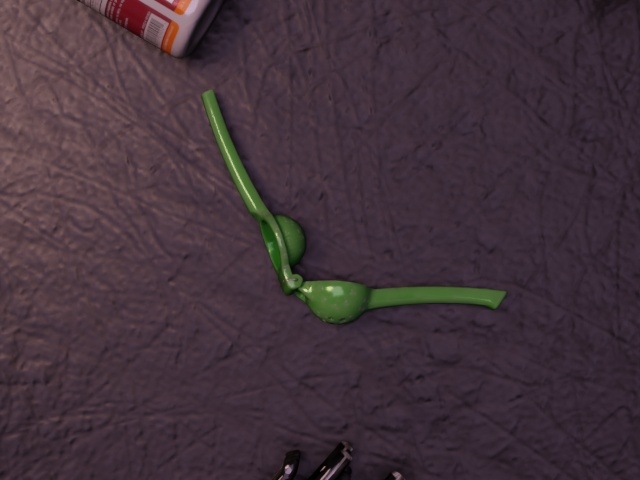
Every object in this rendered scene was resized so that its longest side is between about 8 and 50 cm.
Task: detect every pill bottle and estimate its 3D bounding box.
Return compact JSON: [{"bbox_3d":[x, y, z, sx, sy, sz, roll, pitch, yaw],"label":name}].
[{"bbox_3d":[-0.159,-0.224,1.401,0.152,0.086,0.086,31,91,1],"label":"pill bottle"}]

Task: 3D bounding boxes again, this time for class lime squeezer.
[{"bbox_3d":[0.000,0.000,1.411,0.310,0.059,0.110,35,91,2],"label":"lime squeezer"}]

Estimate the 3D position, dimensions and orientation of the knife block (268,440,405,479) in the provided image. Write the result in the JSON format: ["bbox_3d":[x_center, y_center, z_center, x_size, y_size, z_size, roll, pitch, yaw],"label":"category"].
[{"bbox_3d":[-0.023,0.309,1.393,0.242,0.088,0.275,-2,89,2],"label":"knife block"}]
